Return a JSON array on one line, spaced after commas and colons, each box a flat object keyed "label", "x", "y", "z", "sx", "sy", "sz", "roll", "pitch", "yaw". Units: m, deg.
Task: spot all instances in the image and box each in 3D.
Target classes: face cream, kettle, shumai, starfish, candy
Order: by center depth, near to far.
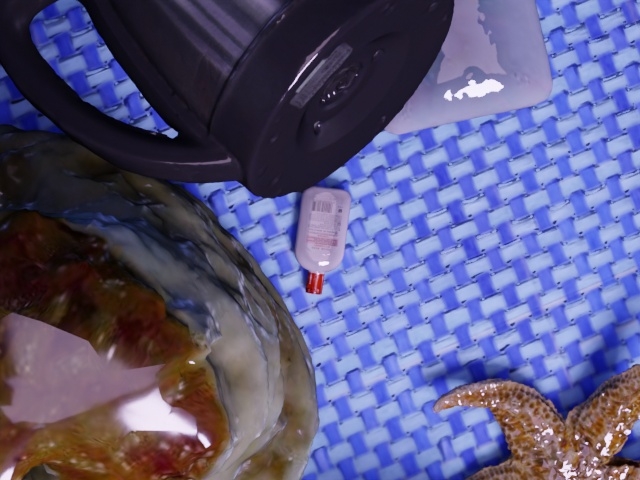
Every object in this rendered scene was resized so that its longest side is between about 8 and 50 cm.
[{"label": "shumai", "x": -0.176, "y": 0.102, "z": 1.318, "sx": 0.324, "sy": 0.323, "sz": 0.397, "roll": -43, "pitch": 97, "yaw": -4}, {"label": "kettle", "x": -0.080, "y": -0.175, "z": 1.379, "sx": 0.271, "sy": 0.207, "sz": 0.251, "roll": 45, "pitch": 106, "yaw": 17}, {"label": "candy", "x": 0.095, "y": -0.177, "z": 1.454, "sx": 0.138, "sy": 0.071, "sz": 0.174, "roll": -12, "pitch": 95, "yaw": 3}, {"label": "face cream", "x": 0.000, "y": 0.000, "z": 1.481, "sx": 0.040, "sy": 0.021, "sz": 0.083, "roll": 8, "pitch": 93, "yaw": -7}, {"label": "starfish", "x": 0.194, "y": 0.190, "z": 1.488, "sx": 0.277, "sy": 0.062, "sz": 0.236, "roll": -39, "pitch": 92, "yaw": 9}]
